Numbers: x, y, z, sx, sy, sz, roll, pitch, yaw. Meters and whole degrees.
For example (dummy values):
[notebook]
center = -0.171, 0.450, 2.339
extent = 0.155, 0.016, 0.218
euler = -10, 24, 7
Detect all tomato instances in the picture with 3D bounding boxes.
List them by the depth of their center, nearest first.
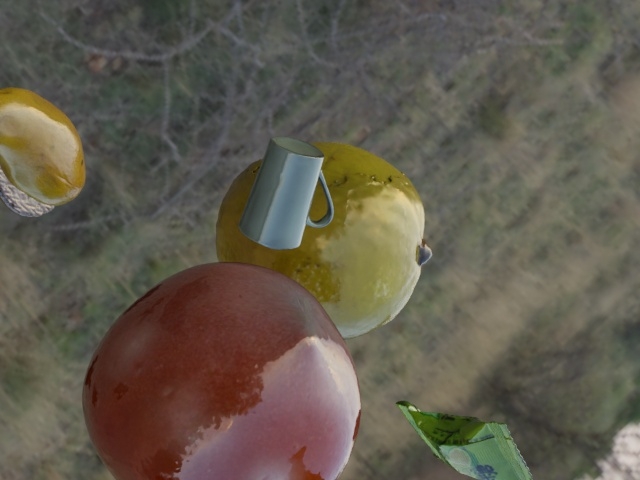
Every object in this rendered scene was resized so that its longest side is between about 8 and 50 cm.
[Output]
[tomato]
center = -0.103, 0.175, 1.272
extent = 0.321, 0.321, 0.321
euler = -39, 164, -14

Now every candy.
[candy]
center = 0.237, 0.340, 1.852
extent = 0.246, 0.149, 0.069
euler = 0, -139, 47

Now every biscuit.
[biscuit]
center = -0.514, -0.135, 1.967
extent = 0.188, 0.027, 0.188
euler = -9, 101, -59

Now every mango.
[mango]
center = -0.302, -0.100, 1.167
extent = 0.190, 0.075, 0.098
euler = 53, 46, -59

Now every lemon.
[lemon]
center = 0.000, 0.000, 1.560
extent = 0.297, 0.297, 0.297
euler = -39, 164, -14

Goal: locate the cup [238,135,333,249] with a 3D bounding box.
[cup]
center = -0.022, -0.037, 0.930
extent = 0.054, 0.075, 0.083
euler = -79, -172, -71
